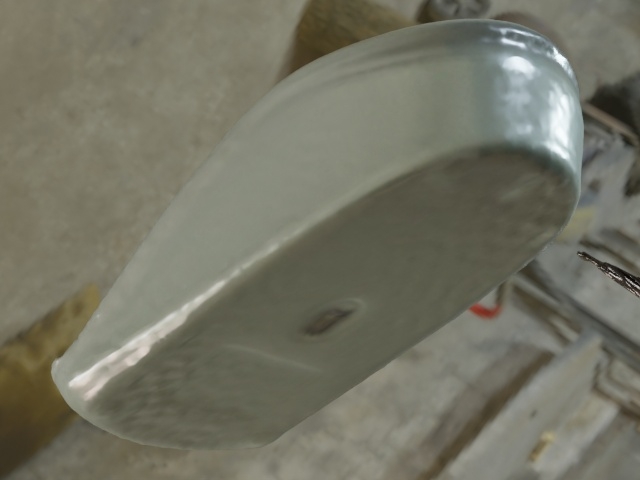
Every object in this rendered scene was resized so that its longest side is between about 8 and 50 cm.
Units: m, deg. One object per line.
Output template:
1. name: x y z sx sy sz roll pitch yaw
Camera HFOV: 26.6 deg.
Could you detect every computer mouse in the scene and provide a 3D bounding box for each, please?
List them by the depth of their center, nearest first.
1. computer mouse: 0.000 0.000 0.517 0.231 0.079 0.128 -38 143 19

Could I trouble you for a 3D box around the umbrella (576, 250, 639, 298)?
1. umbrella: 0.184 0.044 0.634 0.022 0.148 0.022 -50 168 -21
